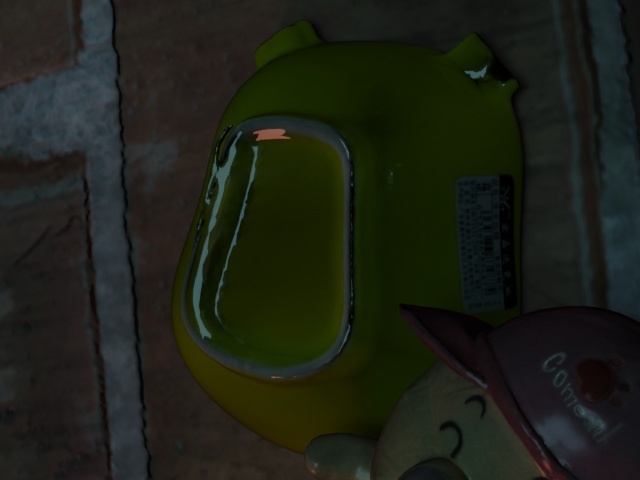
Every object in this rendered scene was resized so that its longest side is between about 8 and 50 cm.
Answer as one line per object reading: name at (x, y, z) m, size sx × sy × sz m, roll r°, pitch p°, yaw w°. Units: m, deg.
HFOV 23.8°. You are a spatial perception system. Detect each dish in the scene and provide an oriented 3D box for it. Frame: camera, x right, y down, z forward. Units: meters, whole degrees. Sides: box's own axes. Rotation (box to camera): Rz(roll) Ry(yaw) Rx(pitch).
dish at (0.000, 0.000, 0.864) m, size 0.221 × 0.108 × 0.262 m, roll 11°, pitch 94°, yaw 28°

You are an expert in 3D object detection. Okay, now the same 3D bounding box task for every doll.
doll at (0.082, 0.137, 0.756) m, size 0.196 × 0.152 × 0.256 m, roll 38°, pitch 121°, yaw 5°
